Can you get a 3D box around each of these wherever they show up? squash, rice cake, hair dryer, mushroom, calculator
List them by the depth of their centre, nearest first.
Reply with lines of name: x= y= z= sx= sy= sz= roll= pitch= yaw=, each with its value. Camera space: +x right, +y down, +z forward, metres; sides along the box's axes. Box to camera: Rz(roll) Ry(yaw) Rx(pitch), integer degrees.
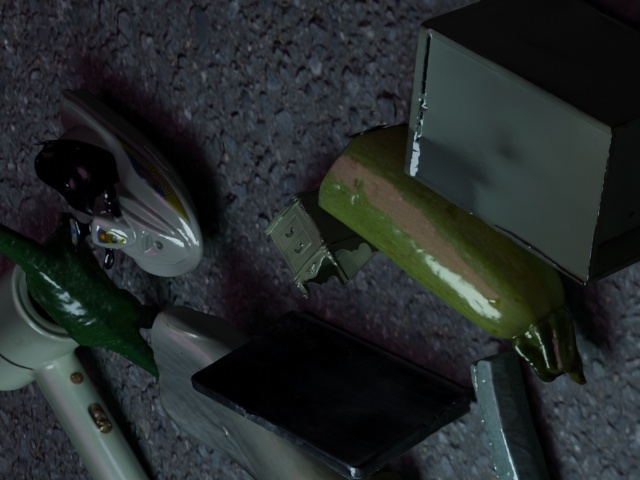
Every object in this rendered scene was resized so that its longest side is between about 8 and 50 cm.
squash: x=0.146 y=0.004 z=1.679 sx=0.287 sy=0.137 sz=0.137 roll=39 pitch=133 yaw=20
rice cake: x=0.189 y=0.223 z=1.749 sx=0.042 sy=0.045 sz=0.245 roll=-10 pitch=97 yaw=52
calculator: x=0.005 y=0.145 z=1.853 sx=0.262 sy=0.161 sz=0.021 roll=25 pitch=134 yaw=45
mushroom: x=-0.046 y=0.205 z=1.958 sx=0.329 sy=0.159 sz=0.122 roll=39 pitch=88 yaw=31
hair dryer: x=-0.292 y=0.196 z=2.291 sx=0.203 sy=0.128 sz=0.362 roll=-36 pitch=84 yaw=50

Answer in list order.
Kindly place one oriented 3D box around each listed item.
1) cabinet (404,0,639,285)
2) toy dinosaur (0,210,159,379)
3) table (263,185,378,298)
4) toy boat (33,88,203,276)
cabinet: x=0.197 y=-0.092 z=1.523 sx=0.206 sy=0.150 sz=0.145 roll=35 pitch=134 yaw=38
toy dinosaur: x=-0.266 y=0.061 z=2.038 sx=0.447 sy=0.087 sz=0.301 roll=45 pitch=-176 yaw=-5
table: x=0.000 y=0.000 z=1.877 sx=0.083 sy=0.062 sz=0.079 roll=59 pitch=142 yaw=15
toy boat: x=-0.228 y=-0.055 z=2.085 sx=0.269 sy=0.141 sz=0.140 roll=53 pitch=141 yaw=45
